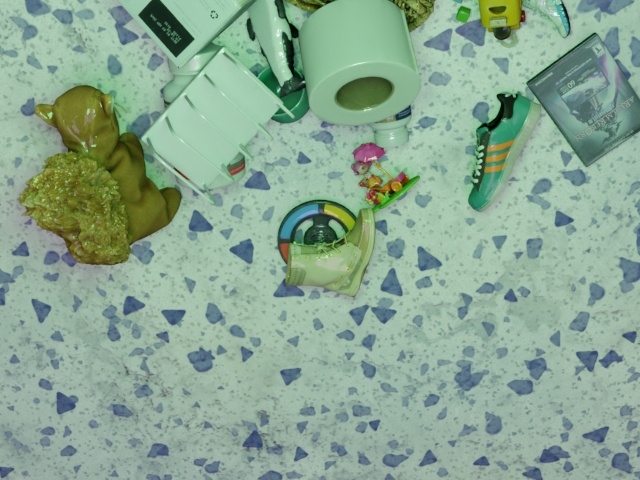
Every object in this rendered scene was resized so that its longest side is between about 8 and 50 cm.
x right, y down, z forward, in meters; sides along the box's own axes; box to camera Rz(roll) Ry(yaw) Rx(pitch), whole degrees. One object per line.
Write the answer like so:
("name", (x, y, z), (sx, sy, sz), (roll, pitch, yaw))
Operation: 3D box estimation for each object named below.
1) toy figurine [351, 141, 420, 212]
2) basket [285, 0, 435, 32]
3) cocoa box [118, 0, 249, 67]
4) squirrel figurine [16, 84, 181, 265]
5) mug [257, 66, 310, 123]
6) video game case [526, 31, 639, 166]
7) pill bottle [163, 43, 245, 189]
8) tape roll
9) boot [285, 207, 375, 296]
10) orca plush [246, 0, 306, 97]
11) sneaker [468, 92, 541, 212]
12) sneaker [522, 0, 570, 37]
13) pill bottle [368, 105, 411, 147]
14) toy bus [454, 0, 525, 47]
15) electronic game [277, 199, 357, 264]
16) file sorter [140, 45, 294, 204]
("toy figurine", (0.137, -0.169, 2.025), (0.159, 0.130, 0.173), (50, 131, -5))
("basket", (0.100, -0.554, 1.750), (0.299, 0.213, 0.223), (15, 115, -21))
("cocoa box", (-0.307, -0.598, 1.712), (0.231, 0.228, 0.347), (-32, 107, 36))
("squirrel figurine", (-0.524, -0.156, 1.866), (0.280, 0.397, 0.371), (-2, 123, 7))
("mug", (-0.097, -0.350, 1.927), (0.157, 0.097, 0.130), (15, 87, 19))
("video game case", (0.662, -0.340, 1.970), (0.196, 0.026, 0.274), (-36, 108, 16))
("pill bottle", (-0.280, -0.297, 1.918), (0.176, 0.176, 0.319), (-3, 114, 2))
("tape roll", (0.082, -0.382, 1.733), (0.246, 0.169, 0.246), (-9, 157, -4))
("boot", (0.023, 0.021, 2.051), (0.203, 0.095, 0.262), (9, 124, -10))
("orca plush", (-0.078, -0.478, 1.852), (0.151, 0.102, 0.287), (-47, 64, 50))
("sneaker", (0.422, -0.222, 1.987), (0.121, 0.108, 0.302), (22, 105, -8))
("sneaker", (0.516, -0.550, 1.861), (0.082, 0.071, 0.191), (-24, 109, 25))
("pill bottle", (0.161, -0.326, 1.934), (0.111, 0.112, 0.187), (-9, 114, 5))
("toy bus", (0.405, -0.522, 1.809), (0.202, 0.104, 0.191), (30, 136, -12))
("electronic game", (0.000, 0.000, 2.119), (0.229, 0.048, 0.229), (0, 115, 0))
("file sorter", (-0.223, -0.245, 1.760), (0.278, 0.173, 0.193), (-47, 118, 5))
